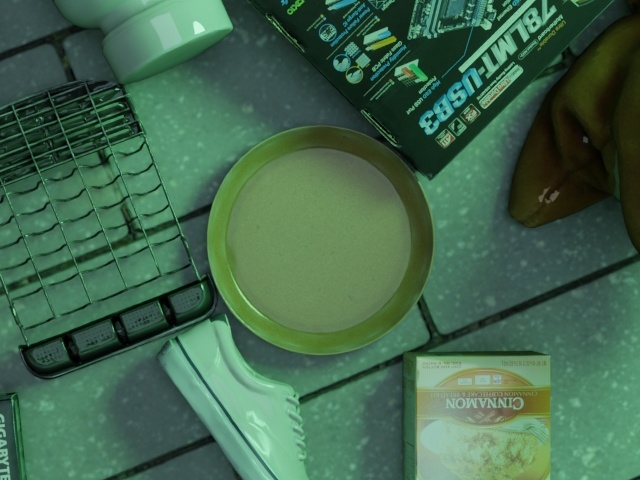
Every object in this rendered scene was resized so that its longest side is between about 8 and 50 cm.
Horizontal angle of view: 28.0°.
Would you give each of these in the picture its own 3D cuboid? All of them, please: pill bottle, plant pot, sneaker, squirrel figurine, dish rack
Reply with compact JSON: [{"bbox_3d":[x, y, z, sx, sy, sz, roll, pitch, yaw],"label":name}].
[{"bbox_3d":[-0.206,-0.311,1.238,0.169,0.169,0.301,-26,92,-7],"label":"pill bottle"},{"bbox_3d":[0.000,0.000,1.329,0.236,0.032,0.236,0,88,-7],"label":"plant pot"},{"bbox_3d":[-0.055,0.188,1.288,0.091,0.094,0.258,-37,93,-2],"label":"sneaker"},{"bbox_3d":[0.394,-0.160,1.209,0.281,0.370,0.396,16,87,-6],"label":"squirrel figurine"},{"bbox_3d":[-0.239,-0.016,1.282,0.208,0.074,0.271,-21,90,-8],"label":"dish rack"}]

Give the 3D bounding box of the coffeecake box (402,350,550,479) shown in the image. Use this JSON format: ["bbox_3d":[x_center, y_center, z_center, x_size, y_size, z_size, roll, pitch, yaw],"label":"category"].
[{"bbox_3d":[0.160,0.209,1.328,0.142,0.068,0.185,0,90,-8],"label":"coffeecake box"}]

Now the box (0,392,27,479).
[{"bbox_3d":[-0.378,0.268,1.268,0.175,0.051,0.220,-5,90,-7],"label":"box"}]

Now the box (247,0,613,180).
[{"bbox_3d":[0.109,-0.263,1.274,0.293,0.073,0.295,43,97,-18],"label":"box"}]
